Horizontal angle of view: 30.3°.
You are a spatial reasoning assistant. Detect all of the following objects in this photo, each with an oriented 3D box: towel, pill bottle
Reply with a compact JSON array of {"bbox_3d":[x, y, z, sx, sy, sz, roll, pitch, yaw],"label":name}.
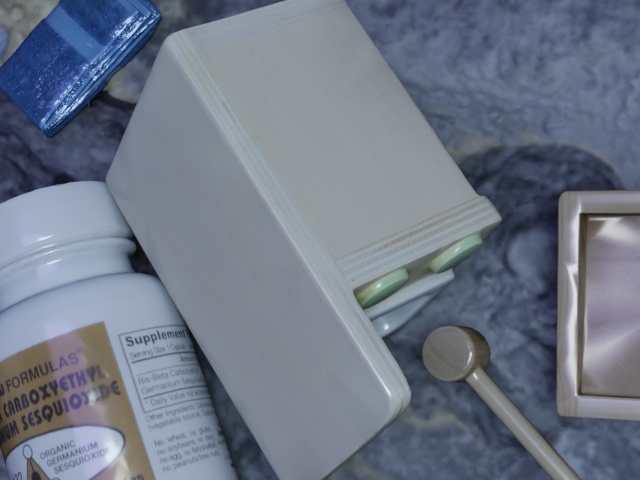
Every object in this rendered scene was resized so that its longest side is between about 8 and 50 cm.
[{"bbox_3d":[-0.170,-0.134,0.821,0.119,0.029,0.067,-46,75,4],"label":"towel"},{"bbox_3d":[-0.141,0.087,0.735,0.131,0.131,0.229,-22,79,9],"label":"pill bottle"}]

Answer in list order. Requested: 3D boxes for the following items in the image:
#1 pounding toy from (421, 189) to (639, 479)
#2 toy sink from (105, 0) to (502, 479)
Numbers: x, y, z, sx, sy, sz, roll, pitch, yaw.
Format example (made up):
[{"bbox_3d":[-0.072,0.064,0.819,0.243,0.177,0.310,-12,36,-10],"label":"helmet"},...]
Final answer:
[{"bbox_3d":[0.171,0.064,0.693,0.206,0.094,0.181,0,88,22],"label":"pounding toy"},{"bbox_3d":[0.000,0.000,0.685,0.131,0.153,0.234,-23,73,-32],"label":"toy sink"}]
